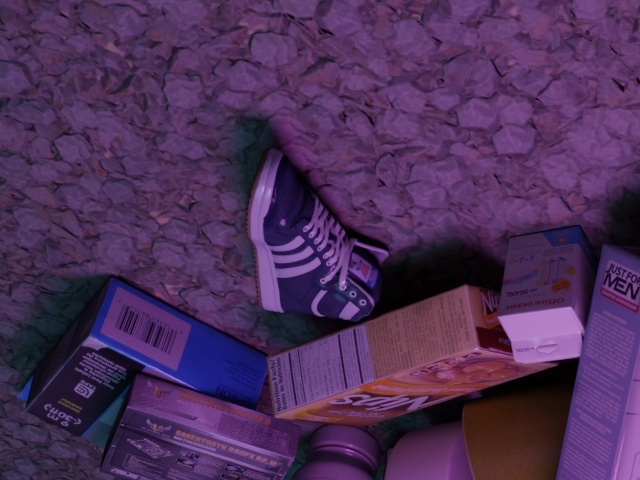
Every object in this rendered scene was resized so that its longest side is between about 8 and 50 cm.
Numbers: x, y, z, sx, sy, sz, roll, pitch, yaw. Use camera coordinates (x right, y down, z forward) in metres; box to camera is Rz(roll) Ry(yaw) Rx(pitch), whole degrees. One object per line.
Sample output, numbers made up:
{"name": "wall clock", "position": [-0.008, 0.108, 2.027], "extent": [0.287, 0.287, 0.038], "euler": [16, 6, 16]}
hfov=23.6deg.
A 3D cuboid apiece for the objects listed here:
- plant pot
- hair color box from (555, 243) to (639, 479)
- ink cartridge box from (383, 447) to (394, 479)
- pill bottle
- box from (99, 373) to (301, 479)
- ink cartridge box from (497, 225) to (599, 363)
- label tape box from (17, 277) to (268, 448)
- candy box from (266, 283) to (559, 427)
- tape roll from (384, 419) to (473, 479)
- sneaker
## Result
{"name": "plant pot", "position": [0.366, 0.281, 1.923], "extent": [0.293, 0.275, 0.275], "euler": [-23, 129, 16]}
{"name": "hair color box", "position": [0.385, 0.201, 1.716], "extent": [0.185, 0.113, 0.375], "euler": [5, 103, -23]}
{"name": "ink cartridge box", "position": [0.109, 0.480, 2.137], "extent": [0.066, 0.296, 0.261], "euler": [5, 146, 2]}
{"name": "pill bottle", "position": [0.015, 0.376, 2.123], "extent": [0.131, 0.229, 0.131], "euler": [8, 139, 7]}
{"name": "box", "position": [-0.162, 0.276, 2.031], "extent": [0.231, 0.056, 0.183], "euler": [18, 139, -7]}
{"name": "ink cartridge box", "position": [0.267, 0.070, 1.773], "extent": [0.092, 0.143, 0.090], "euler": [-11, 133, 26]}
{"name": "label tape box", "position": [-0.264, 0.225, 2.126], "extent": [0.249, 0.115, 0.348], "euler": [28, 136, -16]}
{"name": "candy box", "position": [0.111, 0.149, 1.896], "extent": [0.316, 0.088, 0.183], "euler": [-23, 156, 35]}
{"name": "tape roll", "position": [0.194, 0.383, 2.036], "extent": [0.100, 0.286, 0.286], "euler": [-15, 131, 28]}
{"name": "sneaker", "position": [0.000, 0.000, 1.805], "extent": [0.153, 0.099, 0.282], "euler": [12, 146, 11]}
